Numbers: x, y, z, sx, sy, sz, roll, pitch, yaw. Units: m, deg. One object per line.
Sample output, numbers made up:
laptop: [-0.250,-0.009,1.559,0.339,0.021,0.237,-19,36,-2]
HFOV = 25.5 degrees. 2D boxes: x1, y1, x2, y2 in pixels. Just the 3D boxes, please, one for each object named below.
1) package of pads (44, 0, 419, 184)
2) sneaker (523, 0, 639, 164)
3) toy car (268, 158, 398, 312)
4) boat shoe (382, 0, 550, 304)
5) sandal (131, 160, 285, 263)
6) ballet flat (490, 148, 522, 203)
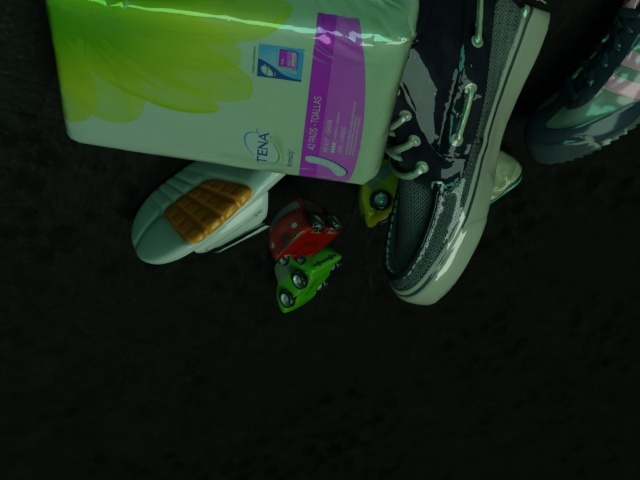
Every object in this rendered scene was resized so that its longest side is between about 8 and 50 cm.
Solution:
package of pads: [-0.078,-0.155,1.202,0.296,0.101,0.229,9,152,-1]
sneaker: [0.325,-0.210,1.460,0.319,0.112,0.131,-37,121,10]
toy car: [0.000,0.000,1.518,0.239,0.053,0.225,-26,161,-38]
boat shoe: [0.091,-0.110,1.374,0.158,0.127,0.341,13,99,-29]
sandal: [-0.070,-0.051,1.419,0.265,0.102,0.076,-36,135,10]
ballet flat: [0.152,-0.042,1.586,0.168,0.057,0.052,-43,108,15]
